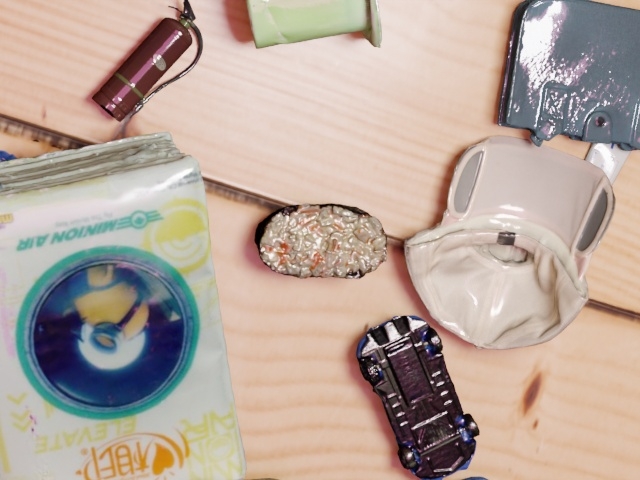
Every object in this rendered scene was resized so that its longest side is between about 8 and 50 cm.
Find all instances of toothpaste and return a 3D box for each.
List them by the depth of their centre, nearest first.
[{"bbox_3d":[0.310,-0.029,2.002,0.052,0.033,0.218,27,90,-9],"label":"toothpaste"}]

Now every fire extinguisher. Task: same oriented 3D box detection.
[{"bbox_3d":[-0.185,-0.200,1.875,0.157,0.045,0.078,-49,132,-2],"label":"fire extinguisher"}]

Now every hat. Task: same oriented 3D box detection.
[{"bbox_3d":[0.229,-0.001,1.966,0.219,0.164,0.226,21,54,12],"label":"hat"}]

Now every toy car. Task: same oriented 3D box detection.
[{"bbox_3d":[0.116,0.187,1.981,0.103,0.063,0.216,-25,108,-6],"label":"toy car"}]

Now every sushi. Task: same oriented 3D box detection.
[{"bbox_3d":[0.000,0.000,1.921,0.150,0.078,0.091,3,98,-10],"label":"sushi"}]

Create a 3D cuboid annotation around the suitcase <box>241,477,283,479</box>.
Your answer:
[{"bbox_3d":[-0.097,0.449,1.913,0.339,0.194,0.352,-2,99,-13],"label":"suitcase"}]

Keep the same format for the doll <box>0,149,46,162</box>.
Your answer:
[{"bbox_3d":[-0.367,-0.050,1.855,0.227,0.057,0.114,-26,98,-4],"label":"doll"}]

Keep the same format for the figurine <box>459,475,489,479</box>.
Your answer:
[{"bbox_3d":[0.148,0.331,2.009,0.149,0.087,0.086,0,136,1],"label":"figurine"}]

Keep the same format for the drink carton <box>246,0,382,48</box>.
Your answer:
[{"bbox_3d":[-0.014,-0.277,1.849,0.142,0.144,0.146,-10,100,-3],"label":"drink carton"}]

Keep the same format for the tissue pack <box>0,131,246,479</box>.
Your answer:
[{"bbox_3d":[-0.252,0.099,1.817,0.287,0.162,0.388,-12,111,-11],"label":"tissue pack"}]

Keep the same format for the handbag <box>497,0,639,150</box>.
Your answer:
[{"bbox_3d":[0.330,-0.189,1.957,0.229,0.062,0.179,9,92,-12],"label":"handbag"}]
